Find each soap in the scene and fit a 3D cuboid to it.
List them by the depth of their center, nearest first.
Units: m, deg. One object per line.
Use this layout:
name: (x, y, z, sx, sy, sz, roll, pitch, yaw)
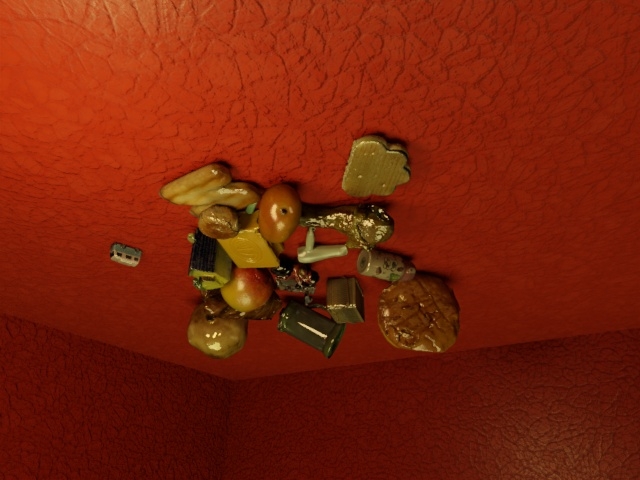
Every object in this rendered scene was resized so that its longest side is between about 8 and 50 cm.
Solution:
soap: (-0.279, 0.000, 1.930, 0.205, 0.096, 0.324, -4, 151, 11)

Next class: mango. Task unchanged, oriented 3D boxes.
mango: (-0.143, -0.079, 1.680, 0.140, 0.175, 0.254, 8, 144, -11)

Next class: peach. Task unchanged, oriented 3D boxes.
peach: (-0.319, 0.193, 2.155, 0.231, 0.230, 0.231, 1, 152, 1)

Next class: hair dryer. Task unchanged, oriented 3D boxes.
hair dryer: (0.000, 0.000, 1.976, 0.207, 0.075, 0.237, -8, 143, 3)

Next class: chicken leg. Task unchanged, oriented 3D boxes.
chicken leg: (0.090, -0.054, 1.785, 0.362, 0.140, 0.211, 3, 133, 18)

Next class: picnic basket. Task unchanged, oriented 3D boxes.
picnic basket: (0.125, 0.294, 2.393, 0.139, 0.165, 0.266, -7, 152, 13)

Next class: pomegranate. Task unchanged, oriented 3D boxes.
pomegranate: (-0.545, 0.463, 2.627, 0.333, 0.332, 0.332, 1, 152, 1)

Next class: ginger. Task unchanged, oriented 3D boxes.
ginger: (-0.386, 0.269, 2.360, 0.419, 0.254, 0.176, 6, 117, -34)

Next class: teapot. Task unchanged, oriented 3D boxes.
teapot: (-0.045, 0.429, 2.573, 0.337, 0.270, 0.200, 25, 134, 16)

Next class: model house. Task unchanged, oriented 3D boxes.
model house: (-0.478, 0.076, 1.980, 0.170, 0.193, 0.211, -7, 152, 20)

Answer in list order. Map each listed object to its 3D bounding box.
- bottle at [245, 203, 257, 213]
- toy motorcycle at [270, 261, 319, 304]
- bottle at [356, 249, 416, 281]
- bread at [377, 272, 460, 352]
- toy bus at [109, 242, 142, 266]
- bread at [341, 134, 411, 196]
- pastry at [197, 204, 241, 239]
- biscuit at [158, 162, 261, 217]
bottle: (-0.245, -0.126, 1.761, 0.031, 0.030, 0.083, 11, 150, -18)
toy motorcycle: (-0.088, 0.196, 2.259, 0.207, 0.134, 0.401, 2, 151, 12)
bottle: (0.288, 0.111, 2.092, 0.254, 0.120, 0.120, 12, 150, -21)
bread: (0.438, 0.331, 2.252, 0.399, 0.397, 0.215, 5, 157, -6)
toy bus: (-0.831, 0.063, 2.098, 0.123, 0.074, 0.060, 22, 146, -34)
bread: (0.180, -0.223, 1.532, 0.208, 0.056, 0.286, 9, 151, -8)
pastry: (-0.351, -0.059, 1.713, 0.154, 0.081, 0.153, 0, 153, 0)
biscuit: (-0.372, -0.160, 1.670, 0.291, 0.062, 0.237, -17, 148, 34)
